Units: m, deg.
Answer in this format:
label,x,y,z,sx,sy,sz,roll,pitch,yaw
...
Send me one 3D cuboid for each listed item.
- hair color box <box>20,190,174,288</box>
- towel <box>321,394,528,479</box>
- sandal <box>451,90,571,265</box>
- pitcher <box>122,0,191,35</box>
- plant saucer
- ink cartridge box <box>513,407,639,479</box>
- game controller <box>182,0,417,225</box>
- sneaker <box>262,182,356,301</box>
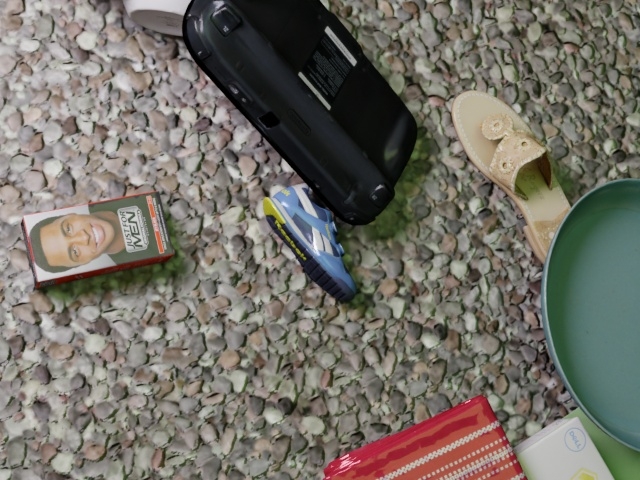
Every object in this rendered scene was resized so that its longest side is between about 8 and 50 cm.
label,x,y,z,sx,sy,sz,roll,pitch,yaw
hair color box,-0.228,-0.001,1.245,0.141,0.043,0.072,-13,83,-19
towel,0.143,0.321,1.274,0.199,0.031,0.274,-25,87,-4
sandal,0.244,-0.080,1.394,0.088,0.079,0.240,-29,88,-21
pitcher,-0.118,-0.325,1.290,0.178,0.125,0.207,9,82,9
plant saucer,0.368,0.088,1.391,0.318,0.044,0.317,8,74,-28
ink cartridge box,0.315,0.271,1.356,0.235,0.056,0.171,-28,87,-19
game controller,-0.012,-0.164,1.285,0.319,0.067,0.166,47,47,-30
sneaker,0.000,0.000,1.314,0.059,0.053,0.144,-36,92,-23
